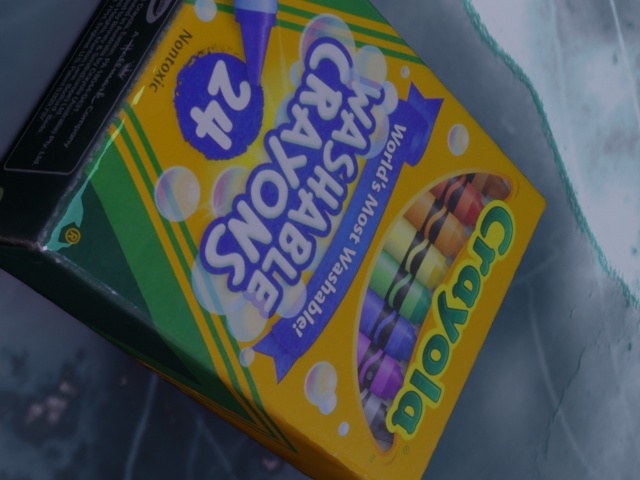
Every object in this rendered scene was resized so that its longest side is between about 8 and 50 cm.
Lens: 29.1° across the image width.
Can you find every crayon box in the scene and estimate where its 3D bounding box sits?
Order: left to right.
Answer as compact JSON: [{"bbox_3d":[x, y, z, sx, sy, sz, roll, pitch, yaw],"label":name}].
[{"bbox_3d":[0.000,0.000,0.655,0.323,0.083,0.203,41,67,-37],"label":"crayon box"}]
